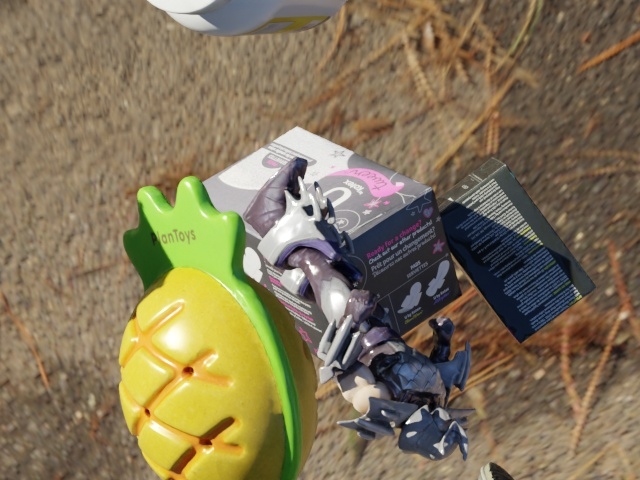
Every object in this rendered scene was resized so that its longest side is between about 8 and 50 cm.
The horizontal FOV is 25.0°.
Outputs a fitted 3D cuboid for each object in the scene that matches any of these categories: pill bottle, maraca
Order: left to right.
[{"bbox_3d":[-0.060,0.059,0.769,0.099,0.127,0.185,-18,96,-42],"label":"maraca"},{"bbox_3d":[-0.049,-0.182,0.915,0.103,0.184,0.103,3,100,19],"label":"pill bottle"}]

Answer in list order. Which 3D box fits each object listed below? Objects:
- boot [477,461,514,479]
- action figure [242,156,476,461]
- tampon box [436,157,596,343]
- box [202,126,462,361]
[{"bbox_3d":[0.153,0.374,1.615,0.208,0.076,0.189,-38,48,24],"label":"boot"},{"bbox_3d":[0.037,0.070,1.178,0.099,0.185,0.285,-42,59,10],"label":"action figure"},{"bbox_3d":[0.194,0.009,1.517,0.101,0.120,0.161,-36,95,3],"label":"tampon box"},{"bbox_3d":[0.000,0.000,1.492,0.163,0.142,0.247,-33,35,-21],"label":"box"}]
